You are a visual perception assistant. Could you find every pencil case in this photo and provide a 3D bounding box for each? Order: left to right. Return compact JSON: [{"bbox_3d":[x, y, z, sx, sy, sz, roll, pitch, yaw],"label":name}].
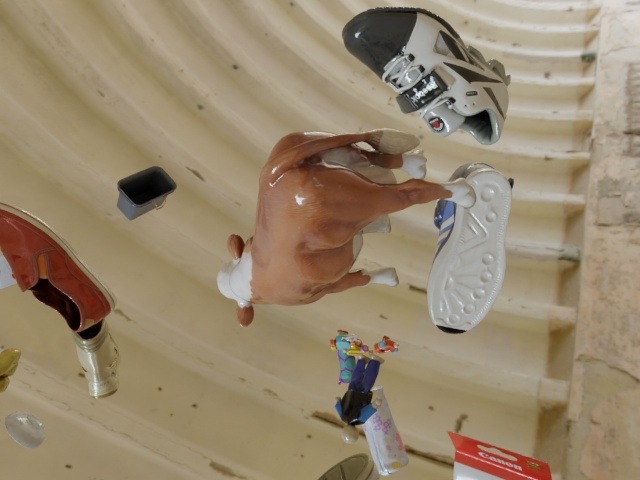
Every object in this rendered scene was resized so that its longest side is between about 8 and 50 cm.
[{"bbox_3d":[0.083,0.398,1.594,0.070,0.064,0.151,-7,-93,-22],"label":"pencil case"},{"bbox_3d":[0.192,0.614,1.568,0.124,0.114,0.273,2,-114,-67],"label":"pencil case"}]

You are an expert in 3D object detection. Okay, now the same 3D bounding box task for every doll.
[{"bbox_3d":[0.085,0.339,1.031,0.046,0.129,0.189,40,-123,-31],"label":"doll"}]

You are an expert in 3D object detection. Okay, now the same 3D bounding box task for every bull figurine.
[{"bbox_3d":[0.000,0.000,0.462,0.310,0.189,0.101,122,136,-65],"label":"bull figurine"}]

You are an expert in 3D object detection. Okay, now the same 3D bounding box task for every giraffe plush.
[{"bbox_3d":[-0.939,0.357,1.271,0.181,0.171,0.210,-62,12,5],"label":"giraffe plush"}]

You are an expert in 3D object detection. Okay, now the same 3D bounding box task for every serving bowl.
[{"bbox_3d":[-0.559,0.357,0.917,0.027,0.083,0.083,-43,-41,-11],"label":"serving bowl"}]

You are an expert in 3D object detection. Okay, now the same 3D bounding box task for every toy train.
[{"bbox_3d":[0.102,0.239,1.144,0.166,0.125,0.046,25,-131,-35],"label":"toy train"}]

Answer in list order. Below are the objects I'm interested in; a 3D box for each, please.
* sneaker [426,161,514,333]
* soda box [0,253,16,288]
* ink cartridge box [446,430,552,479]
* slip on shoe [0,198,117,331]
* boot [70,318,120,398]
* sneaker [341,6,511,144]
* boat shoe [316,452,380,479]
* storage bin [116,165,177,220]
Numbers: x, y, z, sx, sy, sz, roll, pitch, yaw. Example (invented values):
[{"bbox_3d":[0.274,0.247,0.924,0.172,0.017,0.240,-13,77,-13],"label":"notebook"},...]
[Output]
[{"bbox_3d":[0.288,0.003,0.969,0.236,0.130,0.322,-57,-22,-78],"label":"sneaker"},{"bbox_3d":[-0.681,0.043,1.117,0.216,0.074,0.069,-136,25,-76],"label":"soda box"},{"bbox_3d":[0.262,0.360,0.693,0.045,0.146,0.179,-54,-48,-33],"label":"ink cartridge box"},{"bbox_3d":[-0.551,0.049,0.936,0.331,0.123,0.101,52,-143,-19],"label":"slip on shoe"},{"bbox_3d":[-0.599,0.261,1.271,0.095,0.262,0.203,-11,-61,-19],"label":"boot"},{"bbox_3d":[0.182,-0.249,0.764,0.331,0.122,0.146,14,-110,-25],"label":"sneaker"},{"bbox_3d":[0.006,0.518,0.849,0.302,0.103,0.113,-46,6,-5],"label":"boat shoe"},{"bbox_3d":[-0.437,-0.108,1.197,0.098,0.091,0.135,47,-135,3],"label":"storage bin"}]
